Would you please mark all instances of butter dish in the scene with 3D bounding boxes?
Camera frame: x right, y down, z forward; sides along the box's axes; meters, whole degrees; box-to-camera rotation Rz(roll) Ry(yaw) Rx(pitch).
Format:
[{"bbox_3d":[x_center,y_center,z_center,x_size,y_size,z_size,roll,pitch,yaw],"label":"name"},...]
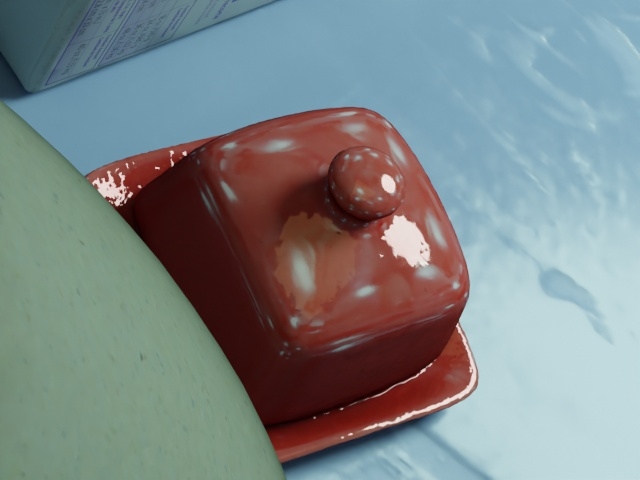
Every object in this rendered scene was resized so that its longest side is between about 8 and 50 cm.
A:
[{"bbox_3d":[0.000,0.000,0.881,0.160,0.118,0.160,-15,69,-33],"label":"butter dish"}]

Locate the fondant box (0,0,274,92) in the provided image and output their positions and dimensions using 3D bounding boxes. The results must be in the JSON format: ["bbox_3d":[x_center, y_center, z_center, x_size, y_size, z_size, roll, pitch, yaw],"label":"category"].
[{"bbox_3d":[-0.064,-0.238,1.007,0.330,0.096,0.238,-26,76,-35],"label":"fondant box"}]

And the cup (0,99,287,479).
[{"bbox_3d":[-0.139,0.110,0.653,0.237,0.331,0.331,26,48,-44],"label":"cup"}]
